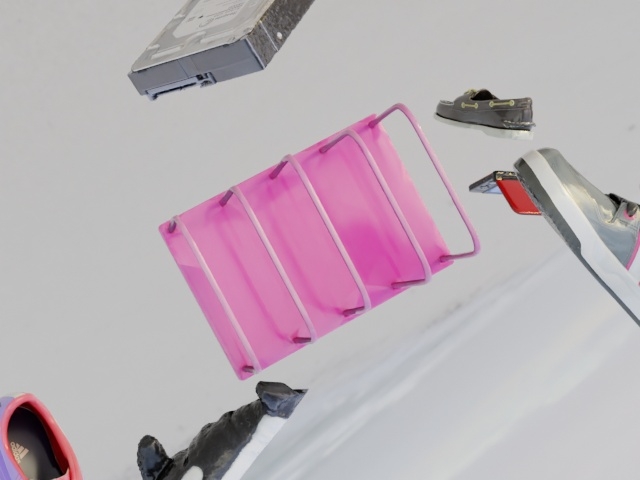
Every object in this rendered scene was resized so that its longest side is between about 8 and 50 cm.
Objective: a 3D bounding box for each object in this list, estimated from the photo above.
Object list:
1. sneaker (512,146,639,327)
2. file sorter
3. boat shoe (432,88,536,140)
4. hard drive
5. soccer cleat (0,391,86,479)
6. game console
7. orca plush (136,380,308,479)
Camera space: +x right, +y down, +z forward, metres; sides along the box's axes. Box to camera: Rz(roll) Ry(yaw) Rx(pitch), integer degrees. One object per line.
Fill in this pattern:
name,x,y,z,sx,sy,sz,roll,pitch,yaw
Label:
sneaker,0.322,-0.014,1.077,0.178,0.295,0.124,-43,-162,9
file sorter,0.000,0.000,1.331,0.290,0.202,0.182,-28,-179,-11
boat shoe,0.262,-0.208,1.928,0.081,0.069,0.227,-1,-167,-31
hard drive,-0.117,-0.346,1.805,0.237,0.064,0.339,-9,-143,37
soccer cleat,-0.298,0.321,1.376,0.108,0.318,0.116,-21,170,-29
game console,0.328,-0.063,1.924,0.144,0.085,0.124,2,164,-27
orca plush,-0.140,0.230,1.197,0.287,0.102,0.151,-52,180,27
